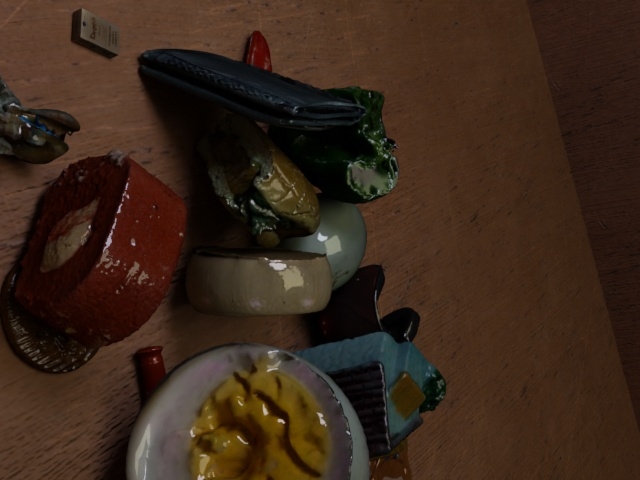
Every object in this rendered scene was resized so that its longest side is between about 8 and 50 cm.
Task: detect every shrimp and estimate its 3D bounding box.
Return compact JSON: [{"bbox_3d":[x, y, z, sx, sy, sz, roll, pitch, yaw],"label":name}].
[{"bbox_3d":[-0.517,-0.239,1.209,0.445,0.110,0.221,38,42,-38],"label":"shrimp"}]

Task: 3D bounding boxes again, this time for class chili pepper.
[{"bbox_3d":[-0.128,-0.346,1.820,0.088,0.064,0.169,50,36,-58],"label":"chili pepper"},{"bbox_3d":[0.014,-0.186,1.740,0.167,0.385,0.213,-10,110,-20],"label":"chili pepper"}]

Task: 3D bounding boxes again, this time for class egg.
[{"bbox_3d":[-0.087,0.365,1.440,0.340,0.354,0.355,62,31,-63],"label":"egg"},{"bbox_3d":[0.000,0.000,1.785,0.183,0.182,0.264,66,27,-16],"label":"egg"}]

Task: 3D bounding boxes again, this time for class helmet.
[{"bbox_3d":[0.086,0.154,1.848,0.189,0.193,0.216,49,2,-35],"label":"helmet"}]

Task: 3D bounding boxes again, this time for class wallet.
[{"bbox_3d":[-0.117,-0.258,1.599,0.237,0.342,0.075,-16,125,-56],"label":"wallet"}]

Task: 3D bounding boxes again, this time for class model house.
[{"bbox_3d":[0.064,0.340,1.687,0.230,0.280,0.249,50,38,-32],"label":"model house"}]

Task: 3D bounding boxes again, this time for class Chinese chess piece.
[{"bbox_3d":[-0.104,0.065,1.558,0.249,0.249,0.103,-5,97,-55],"label":"Chinese chess piece"}]

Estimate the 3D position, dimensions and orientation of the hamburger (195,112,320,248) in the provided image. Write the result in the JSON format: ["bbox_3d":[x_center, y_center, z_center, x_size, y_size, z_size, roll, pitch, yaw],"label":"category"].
[{"bbox_3d":[-0.096,-0.092,1.617,0.211,0.132,0.309,45,6,-35],"label":"hamburger"}]

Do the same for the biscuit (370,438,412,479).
[{"bbox_3d":[0.138,0.493,1.952,0.202,0.047,0.334,16,68,-52],"label":"biscuit"}]

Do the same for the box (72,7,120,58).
[{"bbox_3d":[-0.367,-0.339,1.505,0.083,0.024,0.053,19,64,-50],"label":"box"}]

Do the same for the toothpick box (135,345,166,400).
[{"bbox_3d":[-0.265,0.210,1.464,0.047,0.047,0.083,-8,86,-55],"label":"toothpick box"}]

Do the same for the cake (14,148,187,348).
[{"bbox_3d":[-0.306,0.005,1.310,0.151,0.177,0.283,41,43,-36],"label":"cake"}]

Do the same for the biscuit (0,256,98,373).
[{"bbox_3d":[-0.384,0.102,1.346,0.187,0.027,0.188,20,65,-51],"label":"biscuit"}]
